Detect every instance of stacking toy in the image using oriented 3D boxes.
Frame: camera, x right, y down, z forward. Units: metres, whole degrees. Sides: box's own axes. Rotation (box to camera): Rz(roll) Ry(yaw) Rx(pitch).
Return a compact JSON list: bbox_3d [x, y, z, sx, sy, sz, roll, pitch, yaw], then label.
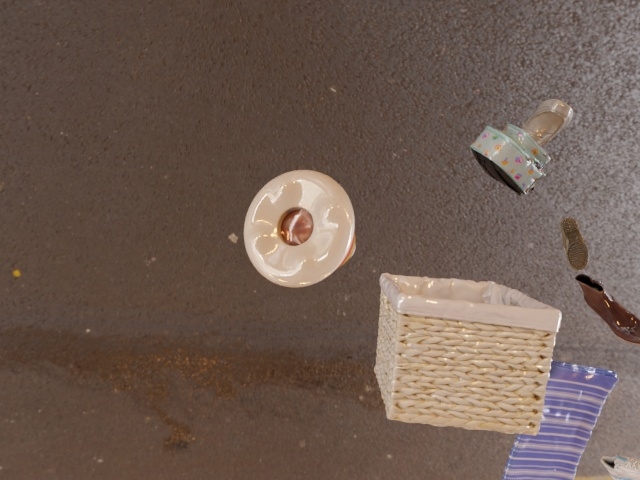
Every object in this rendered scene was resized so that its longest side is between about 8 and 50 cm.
[{"bbox_3d":[0.000,0.000,1.505,0.350,0.351,0.480,-36,158,10],"label":"stacking toy"}]

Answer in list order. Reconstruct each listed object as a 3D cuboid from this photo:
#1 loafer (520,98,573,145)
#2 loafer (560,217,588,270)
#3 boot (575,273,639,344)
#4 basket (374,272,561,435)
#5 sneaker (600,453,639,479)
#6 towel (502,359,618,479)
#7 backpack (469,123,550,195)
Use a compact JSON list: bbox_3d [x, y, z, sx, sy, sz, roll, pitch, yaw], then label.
[{"bbox_3d":[0.715,-0.359,1.477,0.112,0.319,0.111,36,90,11],"label":"loafer"},{"bbox_3d":[0.704,0.010,1.259,0.056,0.050,0.148,-11,84,27],"label":"loafer"},{"bbox_3d":[0.990,0.234,1.545,0.090,0.248,0.207,-44,119,7],"label":"boot"},{"bbox_3d":[0.300,0.232,1.027,0.331,0.328,0.267,4,94,1],"label":"basket"},{"bbox_3d":[0.910,0.663,1.323,0.083,0.071,0.190,43,146,-3],"label":"sneaker"},{"bbox_3d":[0.604,0.466,1.141,0.243,0.040,0.336,15,97,-23],"label":"towel"},{"bbox_3d":[0.506,-0.231,1.229,0.188,0.166,0.144,25,112,-25],"label":"backpack"}]
